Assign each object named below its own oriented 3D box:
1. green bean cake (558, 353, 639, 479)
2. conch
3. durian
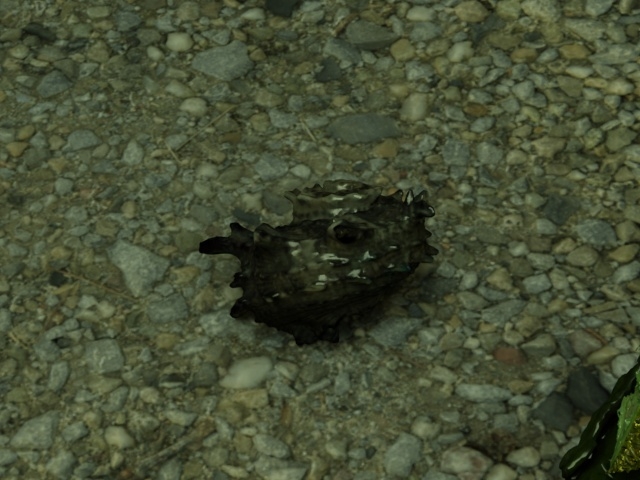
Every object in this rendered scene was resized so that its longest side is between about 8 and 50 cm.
[{"bbox_3d":[0.436,0.284,1.885,0.319,0.218,0.335,19,68,50],"label":"green bean cake"},{"bbox_3d":[0.005,0.001,2.243,0.313,0.186,0.240,-25,27,17],"label":"conch"},{"bbox_3d":[0.353,0.148,1.872,0.100,0.086,0.215,-11,47,44],"label":"durian"}]
